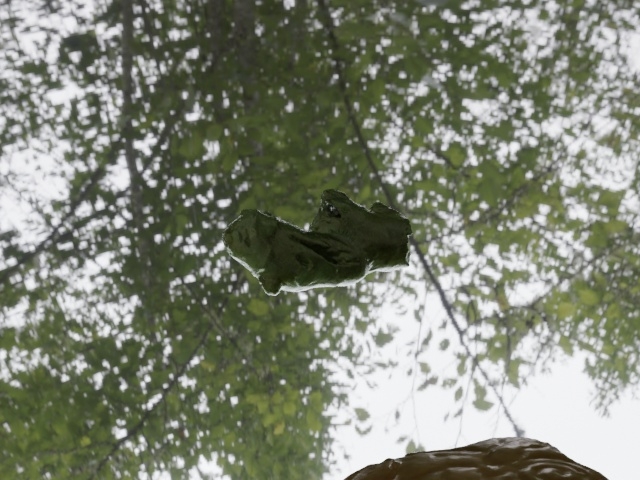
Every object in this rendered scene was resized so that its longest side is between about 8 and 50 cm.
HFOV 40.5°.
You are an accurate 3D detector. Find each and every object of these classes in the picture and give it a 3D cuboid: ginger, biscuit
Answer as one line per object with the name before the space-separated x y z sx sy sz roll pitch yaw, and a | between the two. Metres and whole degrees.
ginger | 0.004 0.001 1.193 0.290 0.089 0.137 -16 -89 -31
biscuit | 0.170 0.322 0.963 0.365 0.062 0.385 -9 -167 -9
